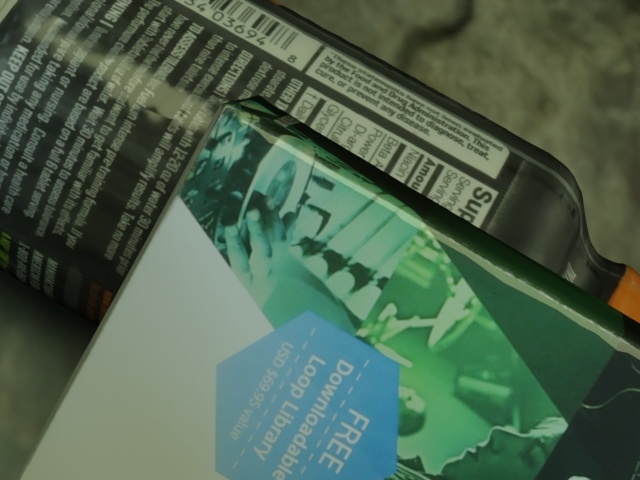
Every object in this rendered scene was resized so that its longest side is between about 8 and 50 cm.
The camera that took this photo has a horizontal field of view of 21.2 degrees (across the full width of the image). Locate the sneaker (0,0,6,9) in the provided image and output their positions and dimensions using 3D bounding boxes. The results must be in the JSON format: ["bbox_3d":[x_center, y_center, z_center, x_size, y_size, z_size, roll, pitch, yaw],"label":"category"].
[{"bbox_3d":[-0.183,-0.059,0.602,0.090,0.095,0.235,40,62,10],"label":"sneaker"}]

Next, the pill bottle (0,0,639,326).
[{"bbox_3d":[0.000,0.000,0.591,0.246,0.130,0.130,30,62,3],"label":"pill bottle"}]

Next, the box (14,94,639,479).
[{"bbox_3d":[0.057,0.136,0.506,0.322,0.058,0.232,30,102,3],"label":"box"}]
